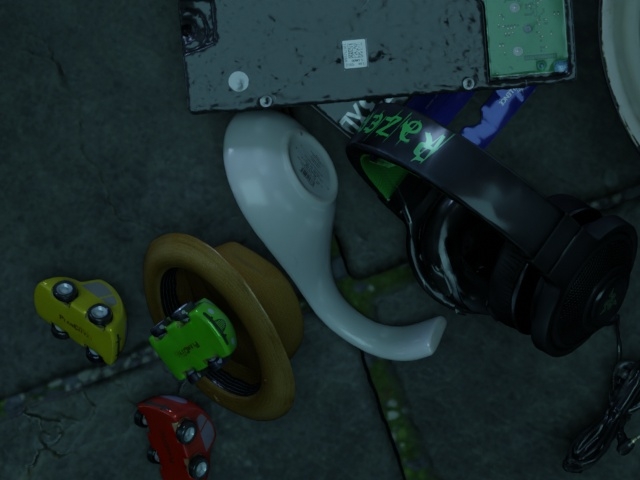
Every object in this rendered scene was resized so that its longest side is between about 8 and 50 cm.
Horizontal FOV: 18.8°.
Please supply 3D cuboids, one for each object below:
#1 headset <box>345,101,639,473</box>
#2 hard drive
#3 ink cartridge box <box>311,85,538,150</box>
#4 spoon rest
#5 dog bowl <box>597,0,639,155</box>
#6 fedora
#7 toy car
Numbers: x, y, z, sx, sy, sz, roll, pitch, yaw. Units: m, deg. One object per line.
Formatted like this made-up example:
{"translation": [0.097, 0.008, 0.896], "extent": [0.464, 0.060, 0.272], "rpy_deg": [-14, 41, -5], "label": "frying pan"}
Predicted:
{"translation": [0.163, 0.040, 1.673], "extent": [0.394, 0.243, 0.185], "rpy_deg": [40, 82, -31], "label": "headset"}
{"translation": [0.043, -0.238, 1.666], "extent": [0.339, 0.064, 0.237], "rpy_deg": [-6, 96, -1], "label": "hard drive"}
{"translation": [0.021, -0.209, 1.732], "extent": [0.371, 0.069, 0.176], "rpy_deg": [39, 93, -7], "label": "ink cartridge box"}
{"translation": [0.000, 0.000, 1.730], "extent": [0.084, 0.137, 0.276], "rpy_deg": [-28, 108, 32], "label": "spoon rest"}
{"translation": [0.449, -0.178, 1.636], "extent": [0.408, 0.150, 0.408], "rpy_deg": [-4, 78, 19], "label": "dog bowl"}
{"translation": [-0.074, 0.066, 1.729], "extent": [0.079, 0.194, 0.194], "rpy_deg": [-36, 97, -35], "label": "fedora"}
{"translation": [-0.131, 0.100, 1.704], "extent": [0.053, 0.225, 0.239], "rpy_deg": [-41, 97, -37], "label": "toy car"}
